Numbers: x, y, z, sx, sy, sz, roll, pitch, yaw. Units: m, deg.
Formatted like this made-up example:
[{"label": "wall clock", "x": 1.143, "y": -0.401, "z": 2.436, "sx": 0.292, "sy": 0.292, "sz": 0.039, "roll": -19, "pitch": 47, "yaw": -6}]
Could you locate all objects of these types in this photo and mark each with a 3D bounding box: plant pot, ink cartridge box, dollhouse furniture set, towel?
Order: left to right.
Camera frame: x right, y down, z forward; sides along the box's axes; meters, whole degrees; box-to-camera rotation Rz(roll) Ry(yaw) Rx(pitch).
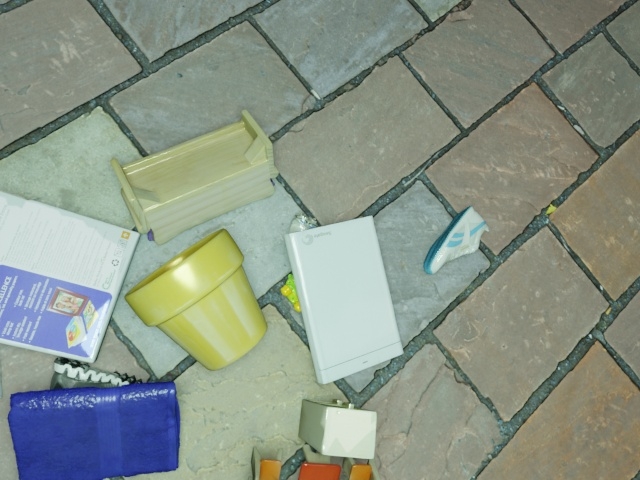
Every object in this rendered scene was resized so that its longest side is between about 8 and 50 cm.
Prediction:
[{"label": "ink cartridge box", "x": -0.593, "y": 0.079, "z": 1.043, "sx": 0.306, "sy": 0.072, "sz": 0.304, "roll": 18, "pitch": 73, "yaw": -15}, {"label": "towel", "x": -0.445, "y": 0.385, "z": 0.981, "sx": 0.307, "sy": 0.076, "sz": 0.228, "roll": 0, "pitch": 112, "yaw": -15}, {"label": "plant pot", "x": -0.247, "y": 0.139, "z": 1.051, "sx": 0.254, "sy": 0.254, "sz": 0.239, "roll": -37, "pitch": 103, "yaw": -18}, {"label": "dollhouse furniture set", "x": -0.022, "y": 0.564, "z": 0.984, "sx": 0.261, "sy": 0.135, "sz": 0.260, "roll": 8, "pitch": 105, "yaw": -11}]

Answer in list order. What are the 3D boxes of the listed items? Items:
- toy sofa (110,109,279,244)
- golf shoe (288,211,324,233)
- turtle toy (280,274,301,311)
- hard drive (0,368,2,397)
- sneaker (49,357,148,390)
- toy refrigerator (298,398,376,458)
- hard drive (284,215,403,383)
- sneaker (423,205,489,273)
[{"label": "toy sofa", "x": -0.293, "y": -0.153, "z": 1.165, "sx": 0.362, "sy": 0.177, "sz": 0.150, "roll": -26, "pitch": 59, "yaw": -17}, {"label": "golf shoe", "x": 0.000, "y": 0.000, "z": 1.231, "sx": 0.176, "sy": 0.069, "sz": 0.086, "roll": 27, "pitch": 98, "yaw": -6}, {"label": "turtle toy", "x": -0.038, "y": 0.135, "z": 1.176, "sx": 0.095, "sy": 0.066, "sz": 0.130, "roll": -38, "pitch": 88, "yaw": -24}, {"label": "hard drive", "x": -0.841, "y": 0.250, "z": 0.983, "sx": 0.318, "sy": 0.040, "sz": 0.211, "roll": -8, "pitch": 79, "yaw": -15}, {"label": "sneaker", "x": -0.467, "y": 0.332, "z": 1.032, "sx": 0.234, "sy": 0.078, "sz": 0.106, "roll": 19, "pitch": 79, "yaw": -6}, {"label": "toy refrigerator", "x": 0.028, "y": 0.388, "z": 1.022, "sx": 0.102, "sy": 0.269, "sz": 0.094, "roll": 9, "pitch": 73, "yaw": -9}, {"label": "hard drive", "x": 0.061, "y": 0.134, "z": 1.158, "sx": 0.232, "sy": 0.047, "sz": 0.354, "roll": -13, "pitch": 90, "yaw": -26}, {"label": "sneaker", "x": 0.365, "y": 0.011, "z": 1.287, "sx": 0.092, "sy": 0.087, "sz": 0.229, "roll": 44, "pitch": 74, "yaw": -2}]
